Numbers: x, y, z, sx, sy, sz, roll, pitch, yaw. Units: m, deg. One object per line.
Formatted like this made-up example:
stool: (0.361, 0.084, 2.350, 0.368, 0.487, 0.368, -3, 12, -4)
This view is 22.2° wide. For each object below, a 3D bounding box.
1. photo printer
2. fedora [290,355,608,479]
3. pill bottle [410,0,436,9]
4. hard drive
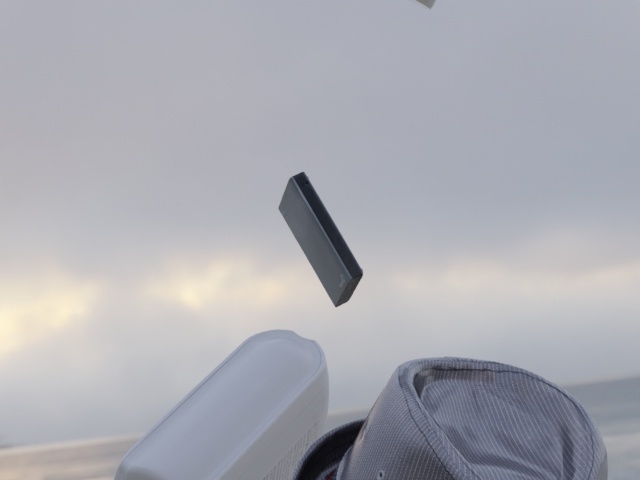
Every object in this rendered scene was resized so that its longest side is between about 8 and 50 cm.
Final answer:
photo printer: (-0.096, 0.247, 1.649, 0.107, 0.256, 0.307, 23, 36, 19)
fedora: (0.105, 0.167, 1.045, 0.244, 0.124, 0.275, 10, 29, -10)
pill bottle: (0.118, -0.375, 1.429, 0.182, 0.323, 0.181, 28, 6, -3)
hard drive: (0.000, 0.000, 1.810, 0.022, 0.135, 0.094, -26, -15, -19)
